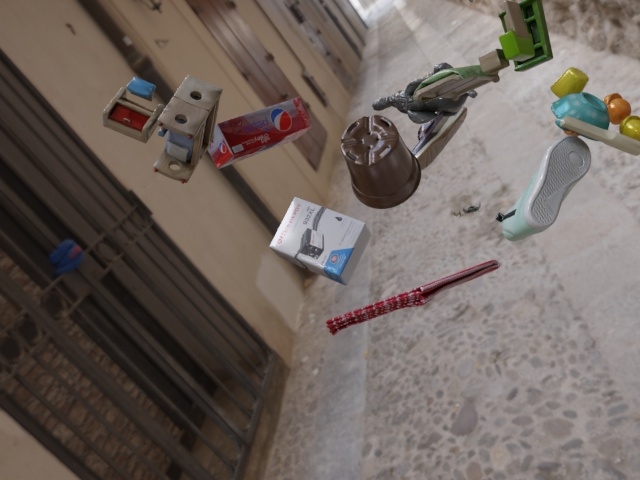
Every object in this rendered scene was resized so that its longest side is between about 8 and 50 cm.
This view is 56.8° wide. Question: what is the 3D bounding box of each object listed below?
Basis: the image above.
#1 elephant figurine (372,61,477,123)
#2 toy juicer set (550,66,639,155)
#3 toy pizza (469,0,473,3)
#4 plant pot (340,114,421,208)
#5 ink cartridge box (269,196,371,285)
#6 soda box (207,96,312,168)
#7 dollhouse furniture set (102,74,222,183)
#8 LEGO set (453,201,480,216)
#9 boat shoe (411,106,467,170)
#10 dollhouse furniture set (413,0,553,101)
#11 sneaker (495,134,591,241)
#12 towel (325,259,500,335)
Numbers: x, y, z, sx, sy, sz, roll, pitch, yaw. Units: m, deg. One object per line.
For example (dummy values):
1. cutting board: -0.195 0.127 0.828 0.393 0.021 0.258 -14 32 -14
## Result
1. elephant figurine: 0.299 -0.414 1.747 0.239 0.169 0.186 -17 -20 -11
2. toy juicer set: 0.586 -0.242 1.257 0.089 0.209 0.329 -61 -1 39
3. toy pizza: 0.481 -0.801 1.743 0.201 0.032 0.201 18 -90 -77
4. plant pot: 0.125 -0.180 1.305 0.166 0.165 0.167 -8 63 17
5. ink cartridge box: 0.000 0.000 2.206 0.307 0.129 0.223 22 77 23
6. soda box: -0.145 -0.259 1.416 0.263 0.084 0.092 -28 1 -38
7. dollhouse furniture set: -0.286 -0.212 1.023 0.129 0.183 0.129 117 174 -52
8. LEGO set: 0.387 -0.075 1.544 0.054 0.024 0.083 -6 -17 -20
9. boat shoe: 0.359 -0.337 1.911 0.285 0.092 0.103 -49 -25 -8
10. dollhouse furniture set: 0.379 -0.465 1.456 0.197 0.151 0.301 -13 -2 -43
11. sneaker: 0.468 -0.109 1.261 0.256 0.094 0.151 -52 0 -21
12. towel: 0.154 0.102 1.034 0.198 0.031 0.275 -16 -9 -37
